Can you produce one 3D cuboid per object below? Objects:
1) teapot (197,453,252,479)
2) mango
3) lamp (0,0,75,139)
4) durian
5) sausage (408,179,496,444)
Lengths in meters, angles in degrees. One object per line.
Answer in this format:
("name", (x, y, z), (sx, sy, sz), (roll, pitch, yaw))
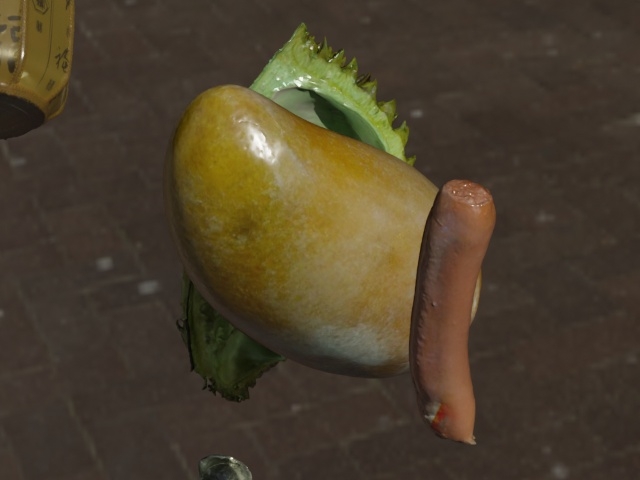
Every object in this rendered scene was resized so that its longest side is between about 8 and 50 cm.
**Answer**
("teapot", (-0.073, 0.213, 1.334), (0.067, 0.083, 0.057), (24, 53, 24))
("mango", (0.000, 0.000, 1.447), (0.221, 0.384, 0.199), (-2, 59, 35))
("lamp", (-0.297, -0.194, 1.480), (0.161, 0.161, 0.185), (-3, 70, 7))
("durian", (-0.025, -0.013, 1.597), (0.163, 0.394, 0.198), (26, 18, 19))
("sausage", (0.077, 0.043, 0.969), (0.047, 0.176, 0.040), (8, 33, 7))
